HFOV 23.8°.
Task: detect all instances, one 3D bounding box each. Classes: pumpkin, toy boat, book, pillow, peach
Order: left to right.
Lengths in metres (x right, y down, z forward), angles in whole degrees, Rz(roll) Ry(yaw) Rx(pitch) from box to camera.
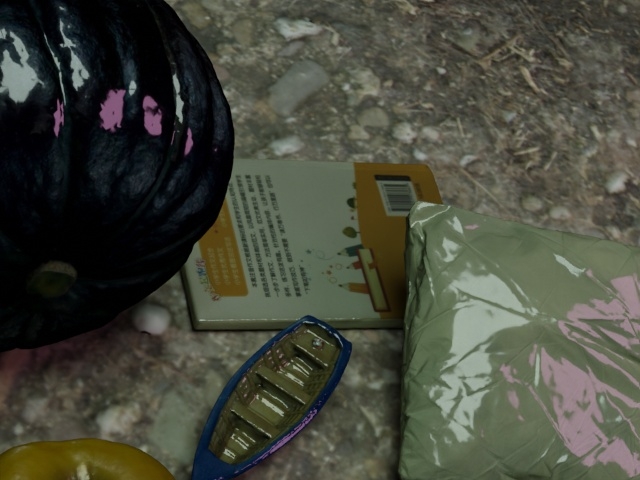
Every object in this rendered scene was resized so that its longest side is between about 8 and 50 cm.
[{"bbox_3d":[-0.256,-0.070,1.230,0.363,0.363,0.266,-5,59,-25],"label":"pumpkin"},{"bbox_3d":[-0.188,0.232,1.168,0.179,0.103,0.179,10,51,-13],"label":"peach"},{"bbox_3d":[-0.051,0.151,1.331,0.080,0.046,0.229,34,47,8],"label":"toy boat"},{"bbox_3d":[0.000,0.000,1.499,0.295,0.020,0.208,1,51,-21],"label":"book"},{"bbox_3d":[0.206,0.111,1.400,0.274,0.076,0.281,10,68,-14],"label":"pillow"}]
